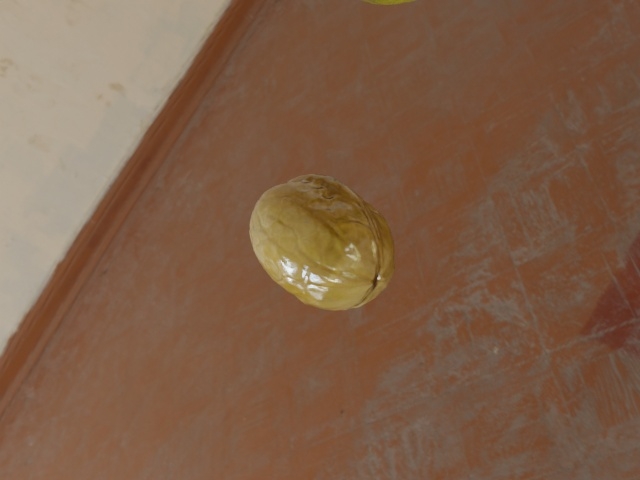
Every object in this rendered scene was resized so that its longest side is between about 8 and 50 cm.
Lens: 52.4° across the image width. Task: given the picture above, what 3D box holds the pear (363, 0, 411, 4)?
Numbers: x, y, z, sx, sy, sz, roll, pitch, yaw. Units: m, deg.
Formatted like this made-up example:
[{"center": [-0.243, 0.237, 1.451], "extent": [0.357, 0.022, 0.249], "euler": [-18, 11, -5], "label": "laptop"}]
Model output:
[{"center": [0.118, -0.349, 0.493], "extent": [0.285, 0.285, 0.336], "euler": [11, 97, 47], "label": "pear"}]

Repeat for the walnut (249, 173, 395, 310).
[{"center": [0.000, 0.000, 0.812], "extent": [0.159, 0.159, 0.207], "euler": [-51, 52, 3], "label": "walnut"}]
